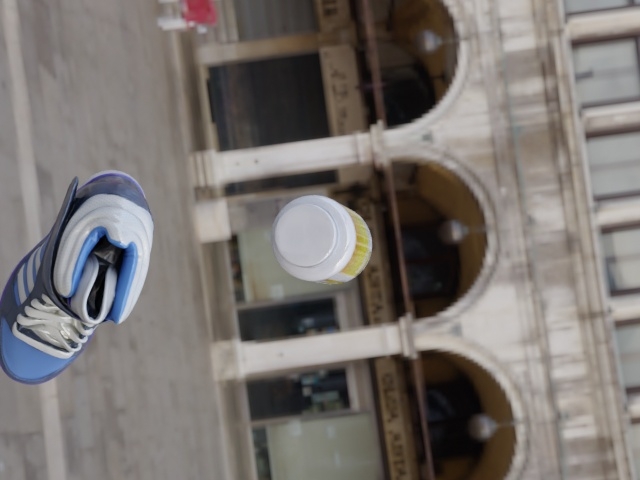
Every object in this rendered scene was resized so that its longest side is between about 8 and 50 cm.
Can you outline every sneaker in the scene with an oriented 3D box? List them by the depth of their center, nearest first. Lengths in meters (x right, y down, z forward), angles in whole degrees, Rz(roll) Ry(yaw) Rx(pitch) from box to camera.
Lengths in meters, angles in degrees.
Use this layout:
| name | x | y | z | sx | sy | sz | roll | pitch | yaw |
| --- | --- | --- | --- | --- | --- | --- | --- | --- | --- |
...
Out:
| name | x | y | z | sx | sy | sz | roll | pitch | yaw |
| --- | --- | --- | --- | --- | --- | --- | --- | --- | --- |
| sneaker | -0.307 | 0.075 | 1.467 | 0.323 | 0.130 | 0.236 | -58 | -163 | 13 |

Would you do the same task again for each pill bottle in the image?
| name | x | y | z | sx | sy | sz | roll | pitch | yaw |
| --- | --- | --- | --- | --- | --- | --- | --- | --- | --- |
| pill bottle | 0.000 | 0.000 | 1.694 | 0.215 | 0.117 | 0.117 | 20 | 62 | -78 |
